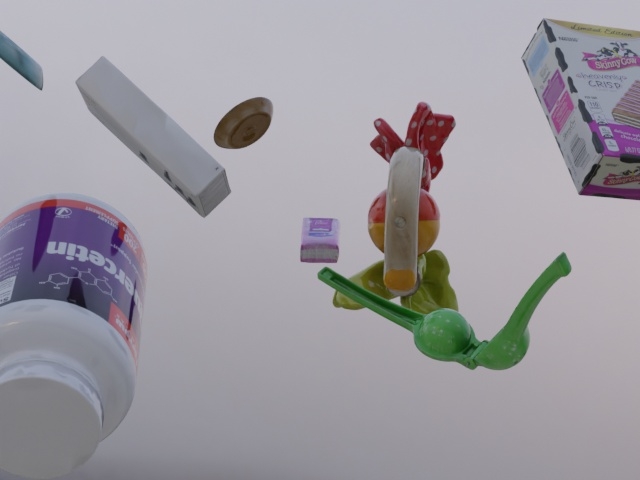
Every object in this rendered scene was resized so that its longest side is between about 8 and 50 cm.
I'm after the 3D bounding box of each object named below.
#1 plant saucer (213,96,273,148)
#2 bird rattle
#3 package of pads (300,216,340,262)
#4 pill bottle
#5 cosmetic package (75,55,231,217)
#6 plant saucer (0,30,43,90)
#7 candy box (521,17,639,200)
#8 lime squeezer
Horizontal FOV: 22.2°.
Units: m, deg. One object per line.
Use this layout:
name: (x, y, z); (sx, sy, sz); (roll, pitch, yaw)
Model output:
plant saucer: (-0.087, -0.135, 1.932); (0.015, 0.083, 0.083); (53, -19, 26)
bird rattle: (0.103, -0.028, 1.801); (0.143, 0.253, 0.207); (11, 2, 3)
package of pads: (0.000, 0.000, 2.089); (0.050, 0.083, 0.032); (3, -64, 1)
pill bottle: (-0.276, 0.097, 1.690); (0.182, 0.323, 0.181); (-1, -59, -2)
cosmetic package: (-0.228, -0.140, 2.223); (0.239, 0.060, 0.099); (43, -13, 14)
plant saucer: (-0.352, -0.215, 1.827); (0.119, 0.021, 0.119); (42, 0, 0)
candy box: (0.349, -0.153, 1.917); (0.159, 0.233, 0.071); (4, -43, -23)
lime squeezer: (0.118, 0.070, 1.453); (0.310, 0.059, 0.110); (-3, -43, 51)
